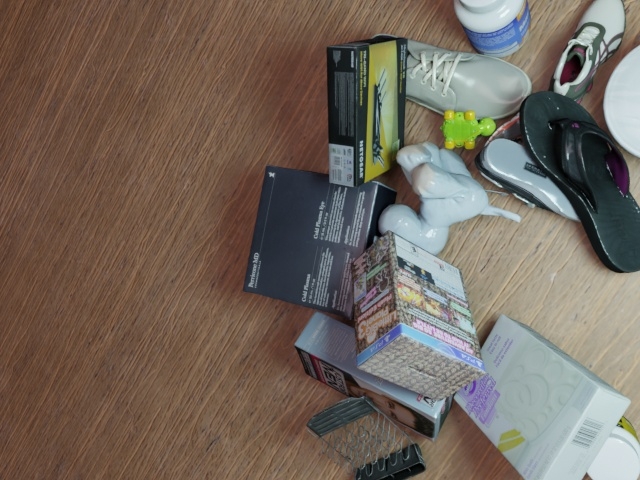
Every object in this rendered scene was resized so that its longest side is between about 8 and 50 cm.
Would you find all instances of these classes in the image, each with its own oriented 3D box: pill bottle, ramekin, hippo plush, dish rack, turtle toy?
[{"bbox_3d":[0.599,0.431,1.197,0.119,0.208,0.119,-1,87,24],"label":"pill bottle"},{"bbox_3d":[0.741,-0.286,1.215,0.273,0.127,0.273,-1,86,24],"label":"ramekin"},{"bbox_3d":[0.269,-0.083,1.407,0.294,0.234,0.236,23,121,-17],"label":"hippo plush"},{"bbox_3d":[0.388,-0.529,1.306,0.152,0.272,0.152,-1,87,24],"label":"pill bottle"},{"bbox_3d":[0.104,0.500,1.417,0.208,0.074,0.271,-33,114,22],"label":"dish rack"},{"bbox_3d":[0.355,-0.272,1.394,0.130,0.066,0.095,6,117,24],"label":"turtle toy"}]

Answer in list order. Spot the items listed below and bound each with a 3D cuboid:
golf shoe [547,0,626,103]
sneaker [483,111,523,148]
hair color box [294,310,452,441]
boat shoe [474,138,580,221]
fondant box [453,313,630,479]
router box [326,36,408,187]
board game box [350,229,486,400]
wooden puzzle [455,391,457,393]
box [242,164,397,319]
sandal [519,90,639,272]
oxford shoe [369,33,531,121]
[{"bbox_3d":[0.602,-0.432,1.291,0.105,0.120,0.273,26,96,25],"label":"golf shoe"},{"bbox_3d":[0.462,-0.254,1.378,0.158,0.061,0.065,-41,81,19],"label":"sneaker"},{"bbox_3d":[0.132,0.330,1.412,0.374,0.185,0.114,22,62,23],"label":"hair color box"},{"bbox_3d":[0.497,-0.126,1.326,0.306,0.105,0.113,22,80,-2],"label":"boat shoe"},{"bbox_3d":[0.447,0.337,1.223,0.096,0.330,0.238,23,100,-20],"label":"fondant box"},{"bbox_3d":[0.113,-0.306,1.352,0.081,0.243,0.309,14,119,31],"label":"router box"},{"bbox_3d":[0.203,0.161,1.259,0.141,0.232,0.291,-45,30,35],"label":"board game box"},{"bbox_3d":[0.361,0.362,1.417,0.049,0.006,0.083,18,95,24],"label":"wooden puzzle"},{"bbox_3d":[0.000,0.000,1.505,0.312,0.179,0.343,12,92,23],"label":"box"},{"bbox_3d":[0.593,-0.141,1.231,0.167,0.107,0.446,-32,88,-13],"label":"sandal"},{"bbox_3d":[0.289,-0.407,1.426,0.449,0.130,0.169,23,95,22],"label":"oxford shoe"}]
